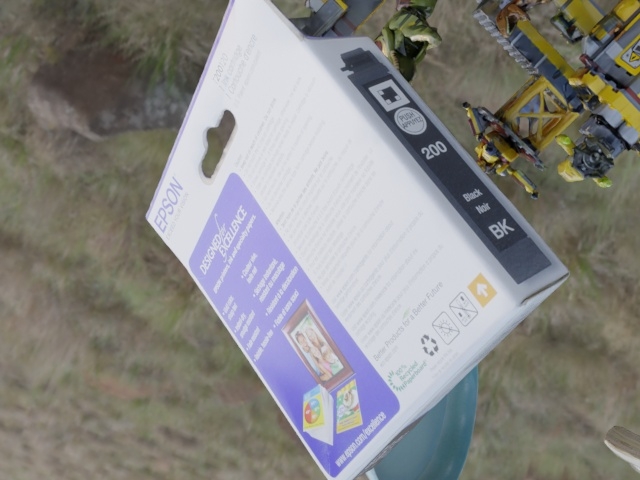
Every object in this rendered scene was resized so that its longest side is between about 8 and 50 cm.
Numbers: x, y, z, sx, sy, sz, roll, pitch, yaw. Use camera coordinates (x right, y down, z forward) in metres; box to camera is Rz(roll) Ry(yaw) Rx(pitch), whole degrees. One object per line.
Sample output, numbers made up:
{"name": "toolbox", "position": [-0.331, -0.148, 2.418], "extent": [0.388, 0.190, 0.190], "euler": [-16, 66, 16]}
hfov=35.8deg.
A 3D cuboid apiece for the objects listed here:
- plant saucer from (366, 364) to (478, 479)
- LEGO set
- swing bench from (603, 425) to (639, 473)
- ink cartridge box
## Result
{"name": "plant saucer", "position": [0.107, 0.159, 1.167], "extent": [0.043, 0.318, 0.317], "euler": [-3, 147, 32]}
{"name": "LEGO set", "position": [0.054, -0.125, 0.577], "extent": [0.331, 0.192, 0.255], "euler": [43, -173, -13]}
{"name": "swing bench", "position": [0.363, 0.114, 0.736], "extent": [0.165, 0.255, 0.253], "euler": [7, 153, 42]}
{"name": "ink cartridge box", "position": [0.000, 0.000, 0.523], "extent": [0.208, 0.045, 0.206], "euler": [52, 141, 16]}
